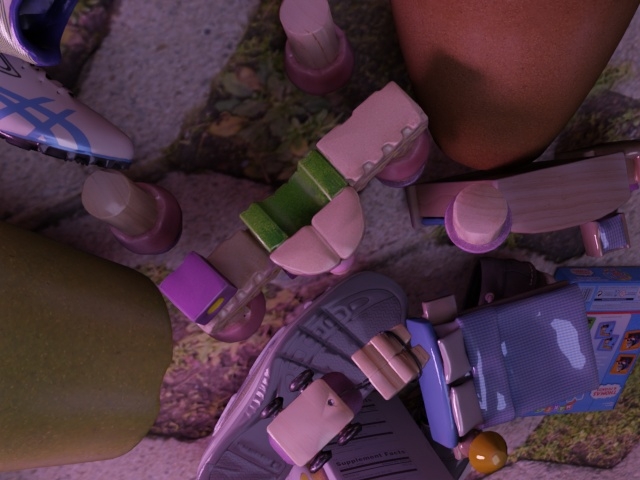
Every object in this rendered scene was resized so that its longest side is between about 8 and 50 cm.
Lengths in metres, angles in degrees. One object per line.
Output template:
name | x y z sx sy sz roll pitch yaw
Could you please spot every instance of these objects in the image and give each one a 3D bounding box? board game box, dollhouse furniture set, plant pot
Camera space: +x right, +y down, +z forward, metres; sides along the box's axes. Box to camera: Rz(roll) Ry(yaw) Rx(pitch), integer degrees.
board game box | 0.342 0.131 1.276 0.160 0.039 0.211 1 120 -25
dollhouse furniture set | 0.256 0.067 1.011 0.286 0.198 0.303 -13 96 -18
plant pot | 0.165 -0.193 0.884 0.237 0.237 0.254 -18 141 -13
plant pot | -0.277 0.093 0.849 0.254 0.276 0.276 16 114 -43

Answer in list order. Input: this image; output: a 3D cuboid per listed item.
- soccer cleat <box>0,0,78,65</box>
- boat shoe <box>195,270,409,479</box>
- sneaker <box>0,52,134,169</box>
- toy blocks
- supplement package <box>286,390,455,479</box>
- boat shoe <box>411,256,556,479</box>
soccer cleat | -0.152 -0.251 0.678 0.289 0.121 0.093 -56 160 17
boat shoe | -0.027 0.158 1.100 0.118 0.103 0.320 33 99 -17
sneaker | -0.244 -0.127 0.758 0.237 0.085 0.086 29 92 -4
toy blocks | 0.000 0.000 0.900 0.288 0.309 0.260 -42 168 -2
supplement package | 0.064 0.303 1.132 0.134 0.244 0.139 -5 122 -22
boat shoe | 0.162 0.167 1.185 0.096 0.112 0.335 20 107 -15
